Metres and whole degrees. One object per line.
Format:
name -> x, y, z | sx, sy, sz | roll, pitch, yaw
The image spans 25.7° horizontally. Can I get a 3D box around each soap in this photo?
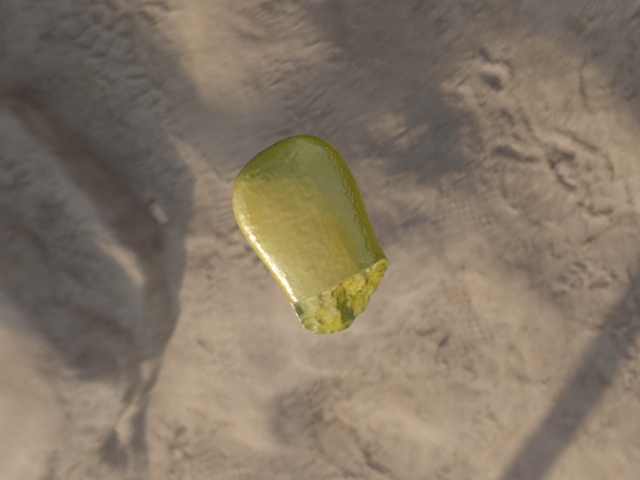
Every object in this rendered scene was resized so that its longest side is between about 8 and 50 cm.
soap -> 0.000, 0.000, 1.012 | 0.089, 0.033, 0.168 | -30, 119, 2
